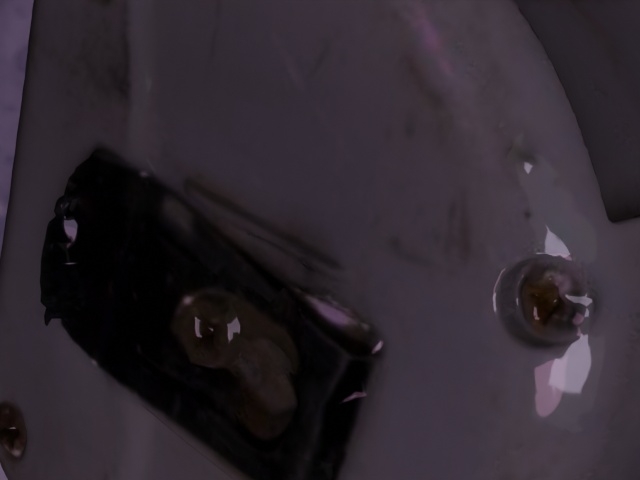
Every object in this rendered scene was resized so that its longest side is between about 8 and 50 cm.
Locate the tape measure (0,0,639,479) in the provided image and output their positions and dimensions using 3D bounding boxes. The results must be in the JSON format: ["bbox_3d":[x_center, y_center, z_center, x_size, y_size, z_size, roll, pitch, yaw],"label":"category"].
[{"bbox_3d":[0.000,0.000,0.485,0.265,0.130,0.258,31,117,37],"label":"tape measure"}]
